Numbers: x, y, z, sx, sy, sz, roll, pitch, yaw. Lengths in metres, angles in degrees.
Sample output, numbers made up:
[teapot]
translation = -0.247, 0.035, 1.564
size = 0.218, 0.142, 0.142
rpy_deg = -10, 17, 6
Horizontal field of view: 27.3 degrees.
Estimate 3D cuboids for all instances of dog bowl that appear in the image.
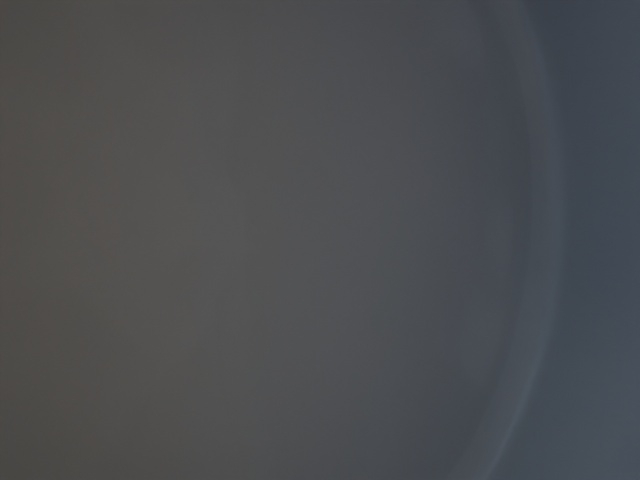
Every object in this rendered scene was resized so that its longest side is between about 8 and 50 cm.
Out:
[dog bowl]
translation = 0.000, 0.000, 0.305
size = 0.104, 0.265, 0.265
rpy_deg = 6, 102, 53
